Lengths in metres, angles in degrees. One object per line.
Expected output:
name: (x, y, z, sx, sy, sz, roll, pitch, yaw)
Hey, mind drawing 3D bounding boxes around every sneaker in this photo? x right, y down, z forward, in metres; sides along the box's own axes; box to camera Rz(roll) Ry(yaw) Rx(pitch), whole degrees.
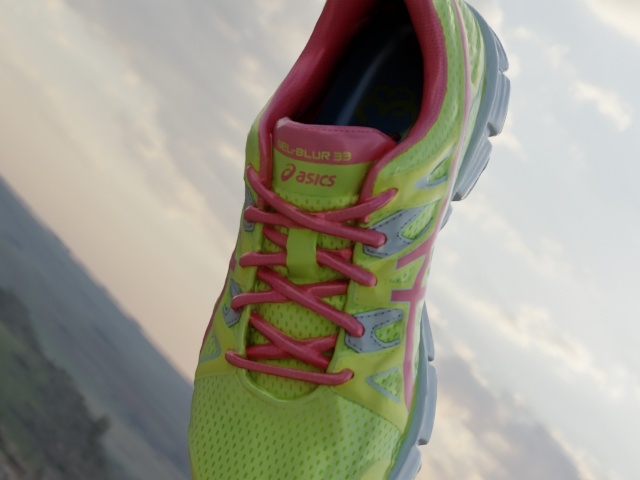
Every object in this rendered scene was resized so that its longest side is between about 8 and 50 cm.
sneaker: (0.000, 0.000, 0.484, 0.081, 0.208, 0.094, 9, -17, 19)
